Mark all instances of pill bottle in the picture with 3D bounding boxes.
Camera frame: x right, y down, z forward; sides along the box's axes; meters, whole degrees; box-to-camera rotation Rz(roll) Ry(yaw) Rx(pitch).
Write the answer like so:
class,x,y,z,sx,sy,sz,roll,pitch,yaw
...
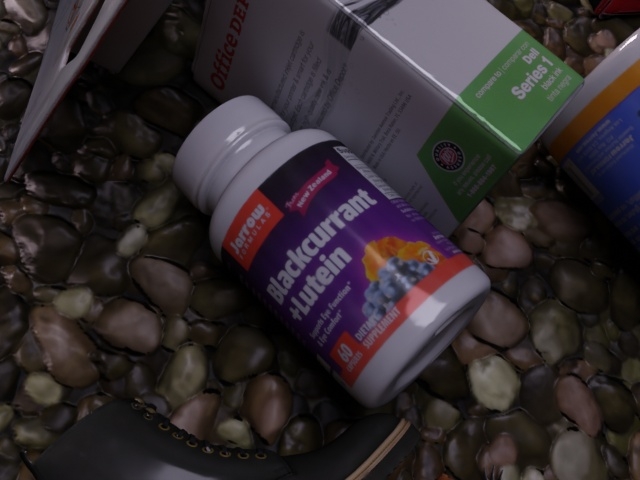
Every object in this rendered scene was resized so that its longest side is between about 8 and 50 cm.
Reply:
class,x,y,z,sx,sy,sz,roll,pitch,yaw
pill bottle,0.000,0.000,0.534,0.108,0.108,0.193,-37,70,-29
pill bottle,0.302,-0.026,0.621,0.152,0.152,0.272,-33,77,-28

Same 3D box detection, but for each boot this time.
class,x,y,z,sx,sy,sz,roll,pitch,yaw
boot,-0.053,0.121,0.487,0.197,0.077,0.137,-30,71,-29

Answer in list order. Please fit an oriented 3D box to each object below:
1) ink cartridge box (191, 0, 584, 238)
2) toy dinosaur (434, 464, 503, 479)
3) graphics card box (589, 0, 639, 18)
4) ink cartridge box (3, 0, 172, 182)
class,x,y,z,sx,sy,sz,roll,pitch,yaw
ink cartridge box,0.033,-0.108,0.573,0.219,0.160,0.092,41,59,5
toy dinosaur,0.102,0.179,0.522,0.082,0.047,0.090,17,70,13
graphics card box,0.311,-0.395,0.843,0.232,0.094,0.371,-8,66,-20
ink cartridge box,-0.093,-0.179,0.504,0.060,0.275,0.239,20,59,-27
